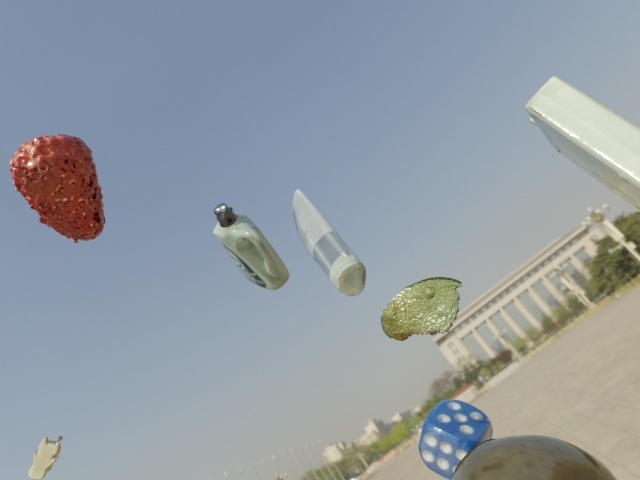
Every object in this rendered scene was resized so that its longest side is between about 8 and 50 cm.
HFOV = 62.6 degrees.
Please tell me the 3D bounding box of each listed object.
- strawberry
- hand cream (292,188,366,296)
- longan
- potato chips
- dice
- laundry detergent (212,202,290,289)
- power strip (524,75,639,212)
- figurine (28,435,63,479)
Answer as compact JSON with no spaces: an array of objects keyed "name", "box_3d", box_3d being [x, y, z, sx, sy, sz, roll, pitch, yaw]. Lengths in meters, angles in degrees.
[{"name":"strawberry","box_3d":[-0.387,-0.073,0.810,0.121,0.082,0.188,-30,-55,-16]},{"name":"hand cream","box_3d":[0.000,0.000,0.792,0.048,0.255,0.079,-5,-63,-17]},{"name":"longan","box_3d":[0.411,0.543,1.003,0.361,0.361,0.361,-31,-23,-14]},{"name":"potato chips","box_3d":[0.226,0.157,1.160,0.209,0.142,0.026,-57,-22,19]},{"name":"dice","box_3d":[0.335,0.493,1.302,0.146,0.143,0.146,-24,-57,-49]},{"name":"laundry detergent","box_3d":[-0.211,0.008,1.508,0.105,0.215,0.280,-45,-45,-22]},{"name":"power strip","box_3d":[0.313,-0.016,0.421,0.043,0.367,0.106,-48,-39,16]},{"name":"figurine","box_3d":[-0.551,0.440,1.066,0.050,0.047,0.083,95,-161,-72]}]
